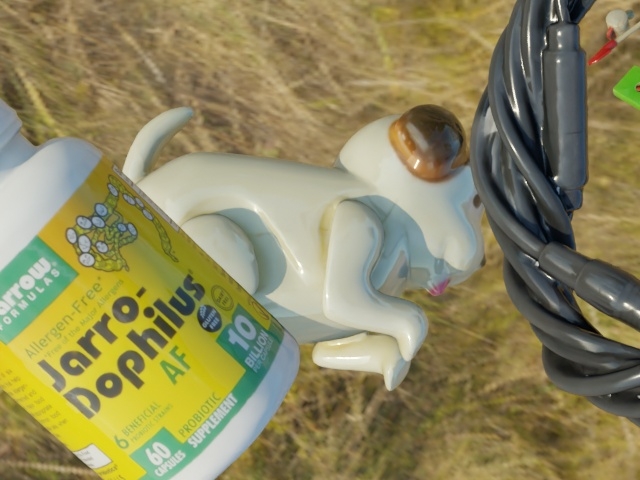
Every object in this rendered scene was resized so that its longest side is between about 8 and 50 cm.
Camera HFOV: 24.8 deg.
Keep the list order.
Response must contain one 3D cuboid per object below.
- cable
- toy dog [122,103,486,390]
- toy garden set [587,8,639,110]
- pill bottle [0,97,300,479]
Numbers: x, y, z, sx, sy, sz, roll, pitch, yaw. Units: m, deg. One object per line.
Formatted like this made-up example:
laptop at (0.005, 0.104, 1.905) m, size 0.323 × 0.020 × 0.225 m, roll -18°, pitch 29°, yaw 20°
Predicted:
cable at (0.118, -0.032, 0.486) m, size 0.047 × 0.150 × 0.184 m, roll 4°, pitch 62°, yaw -49°
toy dog at (0.000, 0.000, 1.672) m, size 0.408 × 0.395 × 0.284 m, roll -19°, pitch 149°, yaw -8°
toy garden set at (0.449, -0.258, 1.806) m, size 0.244 × 0.204 × 0.049 m, roll -46°, pitch 147°, yaw -8°
pill bottle at (-0.120, 0.024, 0.710) m, size 0.208 × 0.117 × 0.117 m, roll 45°, pitch 78°, yaw -12°
